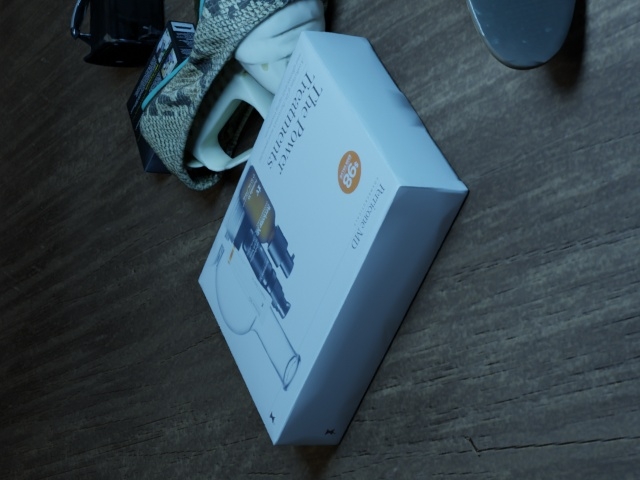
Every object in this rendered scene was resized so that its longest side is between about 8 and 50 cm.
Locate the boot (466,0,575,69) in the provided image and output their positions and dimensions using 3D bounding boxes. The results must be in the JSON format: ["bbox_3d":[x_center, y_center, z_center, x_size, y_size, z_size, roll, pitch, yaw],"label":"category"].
[{"bbox_3d":[0.172,-0.279,1.515,0.115,0.112,0.305,106,159,-61],"label":"boot"}]

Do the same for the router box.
[{"bbox_3d":[-0.213,-0.200,2.221,0.179,0.046,0.133,-55,42,43],"label":"router box"}]

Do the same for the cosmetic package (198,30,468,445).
[{"bbox_3d":[0.000,0.000,1.773,0.284,0.097,0.377,59,136,42],"label":"cosmetic package"}]

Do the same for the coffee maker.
[{"bbox_3d":[-0.275,-0.358,2.304,0.171,0.120,0.178,-10,78,36],"label":"coffee maker"}]

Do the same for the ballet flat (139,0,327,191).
[{"bbox_3d":[-0.085,-0.209,1.919,0.182,0.164,0.483,58,146,14],"label":"ballet flat"}]

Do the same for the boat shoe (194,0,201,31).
[{"bbox_3d":[-0.141,-0.313,2.117,0.056,0.048,0.153,124,147,-61],"label":"boat shoe"}]
